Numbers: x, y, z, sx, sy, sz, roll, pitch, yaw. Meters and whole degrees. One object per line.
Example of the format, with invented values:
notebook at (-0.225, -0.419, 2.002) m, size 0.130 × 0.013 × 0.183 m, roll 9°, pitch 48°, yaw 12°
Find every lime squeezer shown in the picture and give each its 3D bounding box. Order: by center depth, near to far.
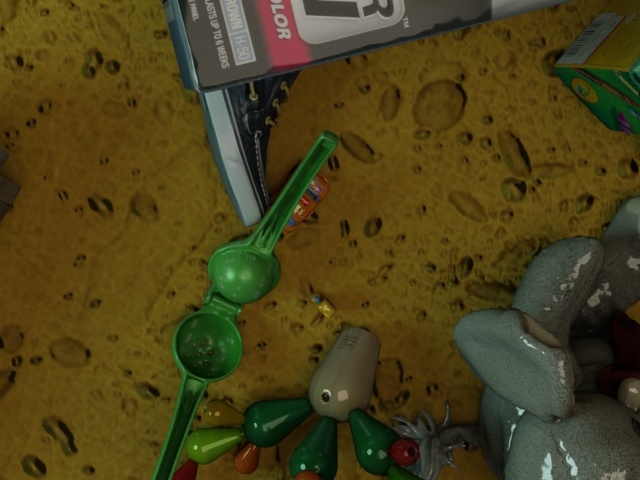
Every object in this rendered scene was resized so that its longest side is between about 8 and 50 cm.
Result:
lime squeezer at (-0.073, 0.051, 1.047) m, size 0.058 × 0.110 × 0.310 m, roll 27°, pitch 94°, yaw 3°

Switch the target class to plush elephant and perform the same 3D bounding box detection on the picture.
plush elephant at (0.216, 0.144, 1.035) m, size 0.330 × 0.255 × 0.272 m, roll -22°, pitch 101°, yaw -6°

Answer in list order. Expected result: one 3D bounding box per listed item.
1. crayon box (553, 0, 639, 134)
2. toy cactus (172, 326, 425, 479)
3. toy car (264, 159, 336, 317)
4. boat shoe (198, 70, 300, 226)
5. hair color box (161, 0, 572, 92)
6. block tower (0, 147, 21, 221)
crayon box at (0.319, -0.205, 1.050) m, size 0.081 × 0.165 × 0.278 m, roll 42°, pitch 90°, yaw -13°
toy cactus at (-0.006, 0.146, 1.066) m, size 0.112 × 0.219 × 0.180 m, roll 49°, pitch 53°, yaw -42°
toy car at (0.000, 0.000, 1.088) m, size 0.060 × 0.040 × 0.122 m, roll -30°, pitch 101°, yaw -4°
boat shoe at (-0.048, -0.106, 1.052) m, size 0.083 × 0.065 × 0.183 m, roll -16°, pitch 101°, yaw -10°
hair color box at (0.073, -0.230, 0.897) m, size 0.374 × 0.113 × 0.185 m, roll -15°, pitch 100°, yaw -8°
block tower at (-0.338, 0.063, 0.985) m, size 0.091 × 0.097 × 0.335 m, roll 30°, pitch 86°, yaw 7°
